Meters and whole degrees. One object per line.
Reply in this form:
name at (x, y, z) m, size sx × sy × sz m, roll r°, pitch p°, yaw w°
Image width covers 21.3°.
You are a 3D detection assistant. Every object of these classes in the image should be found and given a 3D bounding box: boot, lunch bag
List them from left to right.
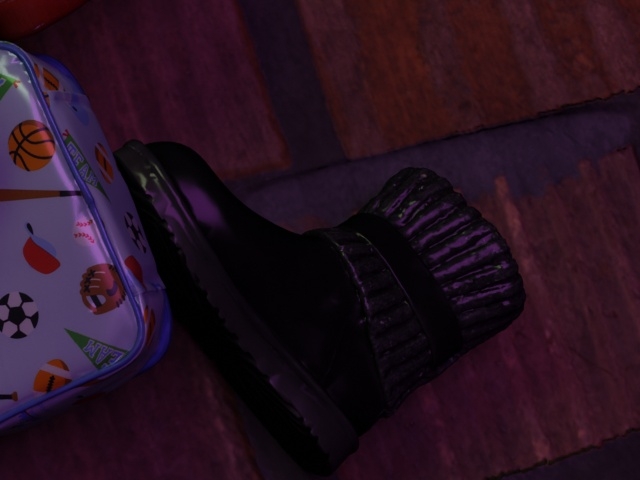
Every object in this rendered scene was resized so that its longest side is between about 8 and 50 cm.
lunch bag at (-0.272, 0.001, 1.355) m, size 0.243 × 0.115 × 0.303 m, roll -25°, pitch 84°, yaw 10°
boot at (-0.001, 0.001, 1.472) m, size 0.260 × 0.131 × 0.348 m, roll -41°, pitch 108°, yaw -20°

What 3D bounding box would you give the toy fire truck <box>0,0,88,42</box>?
toy fire truck at (-0.222, -0.296, 1.408) m, size 0.254 × 0.302 × 0.169 m, roll -39°, pitch 110°, yaw -21°
